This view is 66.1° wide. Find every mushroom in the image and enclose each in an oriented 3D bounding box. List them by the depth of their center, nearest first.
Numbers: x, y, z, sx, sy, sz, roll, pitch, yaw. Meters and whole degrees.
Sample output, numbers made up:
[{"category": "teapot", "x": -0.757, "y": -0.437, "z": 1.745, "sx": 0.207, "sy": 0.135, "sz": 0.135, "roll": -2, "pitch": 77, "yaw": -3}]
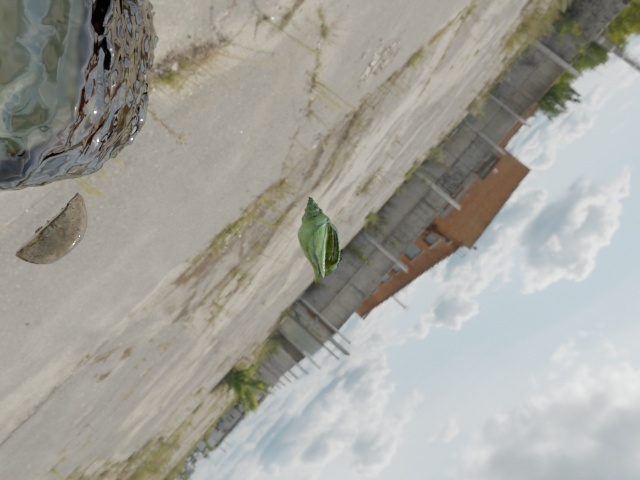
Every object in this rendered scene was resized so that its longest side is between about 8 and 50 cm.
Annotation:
[{"category": "mushroom", "x": -0.641, "y": -0.018, "z": 1.211, "sx": 0.072, "sy": 0.094, "sz": 0.209, "roll": 6, "pitch": -130, "yaw": 48}]

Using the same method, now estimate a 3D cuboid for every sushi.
[{"category": "sushi", "x": -0.316, "y": -0.186, "z": 0.457, "sx": 0.299, "sy": 0.281, "sz": 0.294, "roll": -65, "pitch": -166, "yaw": 6}]

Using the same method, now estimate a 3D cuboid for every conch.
[{"category": "conch", "x": -0.002, "y": -0.003, "z": 1.141, "sx": 0.095, "sy": 0.200, "sz": 0.079, "roll": -21, "pitch": -155, "yaw": 2}]
